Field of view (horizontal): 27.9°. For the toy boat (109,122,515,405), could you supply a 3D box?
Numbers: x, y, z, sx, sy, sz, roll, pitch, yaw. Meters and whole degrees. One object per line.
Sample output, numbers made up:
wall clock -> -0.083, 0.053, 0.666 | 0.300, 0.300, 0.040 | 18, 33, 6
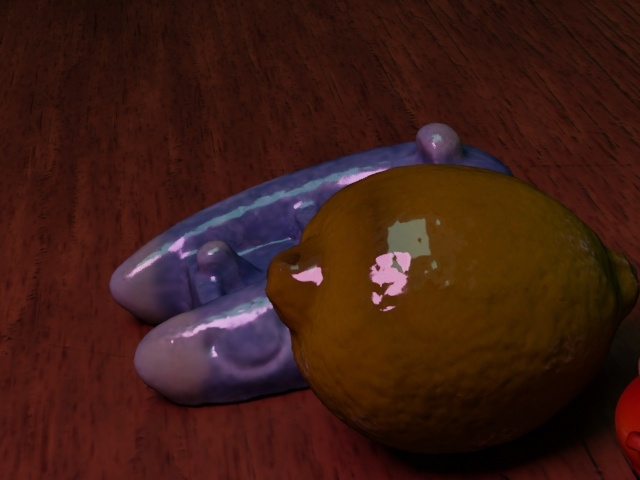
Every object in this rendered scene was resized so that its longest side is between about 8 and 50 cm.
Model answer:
toy boat -> 0.000, 0.000, 0.983 | 0.330, 0.123, 0.215 | -16, 27, -8

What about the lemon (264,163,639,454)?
lemon -> 0.086, 0.043, 0.816 | 0.249, 0.184, 0.184 | 1, 26, -13

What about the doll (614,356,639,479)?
doll -> 0.256, 0.110, 0.738 | 0.183, 0.085, 0.217 | 20, 23, 41
